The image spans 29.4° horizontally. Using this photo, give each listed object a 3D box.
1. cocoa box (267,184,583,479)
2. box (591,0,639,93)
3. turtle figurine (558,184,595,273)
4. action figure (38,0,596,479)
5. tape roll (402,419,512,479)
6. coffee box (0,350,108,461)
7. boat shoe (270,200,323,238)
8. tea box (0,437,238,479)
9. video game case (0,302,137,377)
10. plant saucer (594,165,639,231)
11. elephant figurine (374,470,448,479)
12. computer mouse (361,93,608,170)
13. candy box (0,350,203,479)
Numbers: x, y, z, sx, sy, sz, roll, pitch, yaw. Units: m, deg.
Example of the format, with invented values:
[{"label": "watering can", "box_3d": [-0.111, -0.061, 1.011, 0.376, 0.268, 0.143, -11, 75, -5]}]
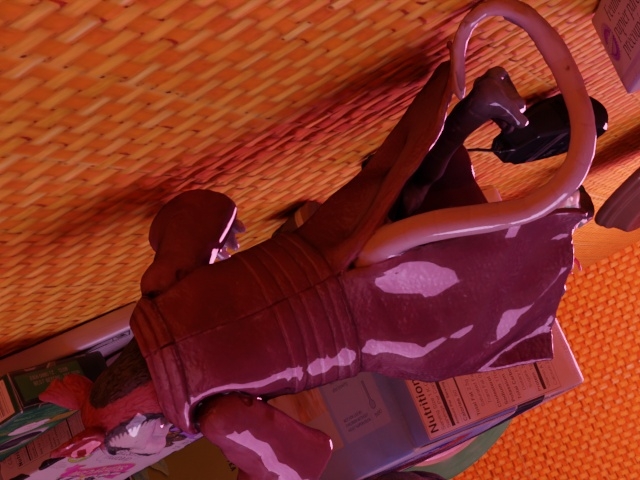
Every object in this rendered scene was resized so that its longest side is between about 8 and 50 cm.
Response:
[{"label": "cocoa box", "box_3d": [0.055, 0.129, 1.296, 0.228, 0.231, 0.347, -16, 166, -33]}, {"label": "box", "box_3d": [0.223, -0.171, 0.702, 0.067, 0.063, 0.324, -24, 169, -3]}, {"label": "turtle figurine", "box_3d": [0.251, 0.000, 1.460, 0.175, 0.118, 0.234, -22, -179, 29]}, {"label": "action figure", "box_3d": [-0.001, 0.052, 0.776, 0.370, 0.248, 0.276, -25, 169, -15]}, {"label": "tape roll", "box_3d": [0.147, 0.182, 1.643, 0.321, 0.321, 0.077, -20, -148, -26]}, {"label": "coffee box", "box_3d": [-0.281, 0.159, 1.067, 0.184, 0.040, 0.113, -33, 167, 32]}, {"label": "boat shoe", "box_3d": [0.000, 0.000, 1.057, 0.049, 0.056, 0.152, -23, 161, 15]}, {"label": "tea box", "box_3d": [-0.243, 0.311, 1.527, 0.323, 0.220, 0.329, -20, 167, -32]}, {"label": "video game case", "box_3d": [-0.258, 0.123, 1.129, 0.201, 0.023, 0.183, -24, 169, -13]}, {"label": "plant saucer", "box_3d": [0.452, -0.099, 1.476, 0.278, 0.041, 0.278, -35, 165, -11]}, {"label": "elephant figurine", "box_3d": [0.101, 0.296, 1.216, 0.239, 0.186, 0.169, -45, -157, -2]}, {"label": "computer mouse", "box_3d": [0.138, -0.087, 1.006, 0.242, 0.041, 0.071, -12, 165, -29]}, {"label": "candy box", "box_3d": [-0.199, 0.179, 1.209, 0.196, 0.070, 0.165, -29, 158, 14]}]
